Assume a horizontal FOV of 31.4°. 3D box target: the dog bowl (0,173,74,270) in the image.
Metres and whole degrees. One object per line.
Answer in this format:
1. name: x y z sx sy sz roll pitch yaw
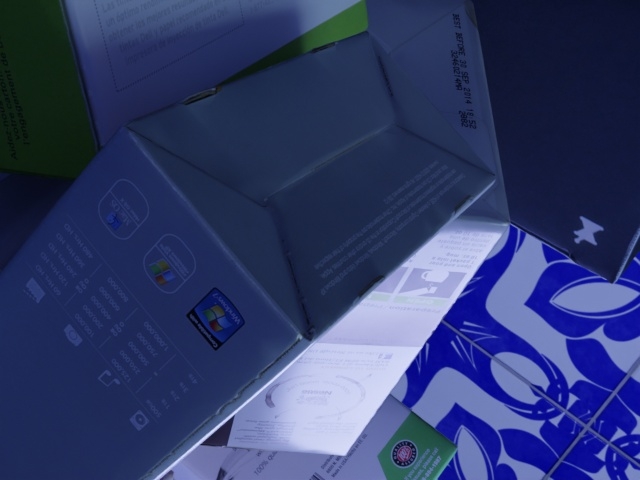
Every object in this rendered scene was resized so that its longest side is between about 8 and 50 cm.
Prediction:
1. dog bowl: -0.178 0.038 0.620 0.349 0.102 0.349 -51 167 -16

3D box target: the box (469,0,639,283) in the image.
1. box: 0.198 -0.211 0.839 0.395 0.293 0.212 -44 157 -39

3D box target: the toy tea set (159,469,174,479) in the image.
1. toy tea set: -0.177 0.161 1.022 0.336 0.124 0.200 -57 -163 -1

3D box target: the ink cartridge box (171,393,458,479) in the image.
1. ink cartridge box: -0.034 0.228 1.237 0.211 0.289 0.121 -47 169 -29

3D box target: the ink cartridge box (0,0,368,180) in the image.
1. ink cartridge box: -0.082 -0.176 0.445 0.189 0.097 0.255 -40 128 -47

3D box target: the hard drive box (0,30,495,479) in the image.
1. hard drive box: -0.061 0.036 0.466 0.232 0.089 0.181 -44 175 32

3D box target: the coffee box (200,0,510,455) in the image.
1. coffee box: 0.000 0.000 0.726 0.297 0.118 0.168 115 -23 -51
